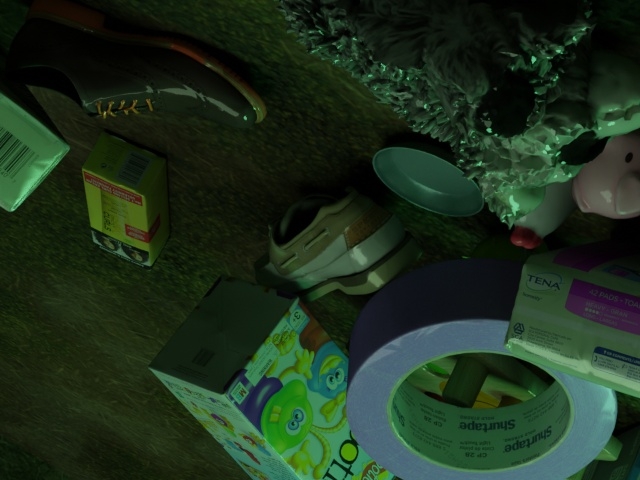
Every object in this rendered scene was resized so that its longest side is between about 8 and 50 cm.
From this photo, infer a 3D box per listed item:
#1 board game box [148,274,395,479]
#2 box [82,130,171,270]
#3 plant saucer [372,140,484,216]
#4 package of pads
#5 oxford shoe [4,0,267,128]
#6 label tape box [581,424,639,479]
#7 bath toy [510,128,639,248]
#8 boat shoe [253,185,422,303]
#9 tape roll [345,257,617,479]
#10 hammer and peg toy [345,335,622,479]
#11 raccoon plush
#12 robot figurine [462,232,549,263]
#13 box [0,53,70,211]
[{"bbox_3d":[-0.038,0.188,1.944,0.144,0.142,0.275,14,150,48],"label":"board game box"},{"bbox_3d":[-0.230,-0.044,2.055,0.087,0.058,0.232,24,157,5],"label":"box"},{"bbox_3d":[0.110,-0.065,1.698,0.119,0.021,0.119,22,157,10],"label":"plant saucer"},{"bbox_3d":[0.320,0.074,1.524,0.229,0.101,0.296,16,-170,22],"label":"package of pads"},{"bbox_3d":[-0.186,-0.153,1.718,0.271,0.098,0.097,20,157,14],"label":"oxford shoe"},{"bbox_3d":[0.402,0.378,2.168,0.249,0.115,0.348,34,147,-9],"label":"label tape box"},{"bbox_3d":[0.275,-0.054,1.411,0.348,0.129,0.151,0,147,48],"label":"bath toy"},{"bbox_3d":[0.000,0.000,1.868,0.103,0.113,0.302,54,153,-11],"label":"boat shoe"},{"bbox_3d":[0.165,0.145,1.763,0.275,0.090,0.275,3,133,3],"label":"tape roll"},{"bbox_3d":[0.164,0.185,2.054,0.266,0.127,0.361,37,158,-26],"label":"hammer and peg toy"},{"bbox_3d":[0.051,-0.191,1.310,0.446,0.216,0.299,32,167,12],"label":"raccoon plush"},{"bbox_3d":[0.200,0.037,1.765,0.115,0.067,0.101,37,127,-27],"label":"robot figurine"},{"bbox_3d":[-0.358,-0.140,1.777,0.113,0.094,0.275,41,-176,-34],"label":"box"}]
